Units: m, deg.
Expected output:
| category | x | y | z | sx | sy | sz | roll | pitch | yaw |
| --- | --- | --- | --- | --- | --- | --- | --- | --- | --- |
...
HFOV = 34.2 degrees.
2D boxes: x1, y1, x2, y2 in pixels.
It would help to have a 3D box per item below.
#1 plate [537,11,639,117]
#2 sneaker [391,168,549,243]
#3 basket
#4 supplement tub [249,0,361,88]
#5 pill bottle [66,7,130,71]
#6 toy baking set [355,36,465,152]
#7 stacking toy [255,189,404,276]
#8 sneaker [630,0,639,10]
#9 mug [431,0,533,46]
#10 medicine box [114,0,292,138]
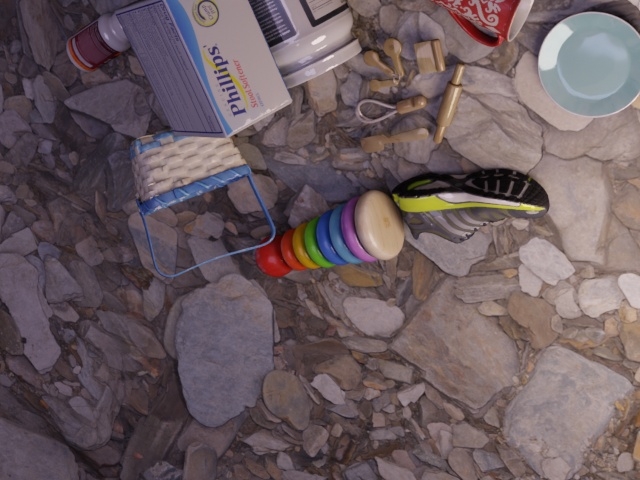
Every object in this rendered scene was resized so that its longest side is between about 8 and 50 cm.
| category | x | y | z | sx | sy | sz | roll | pitch | yaw |
| --- | --- | --- | --- | --- | --- | --- | --- | --- | --- |
| plate | 0.470 | -0.304 | 1.794 | 0.188 | 0.024 | 0.188 | 10 | 119 | 19 |
| sneaker | 0.288 | -0.059 | 1.966 | 0.300 | 0.111 | 0.121 | 2 | 126 | 30 |
| basket | -0.247 | -0.094 | 2.099 | 0.201 | 0.255 | 0.288 | 152 | 99 | -74 |
| supplement tub | -0.058 | -0.430 | 1.876 | 0.191 | 0.191 | 0.272 | -19 | 105 | 31 |
| pill bottle | -0.441 | -0.412 | 2.127 | 0.152 | 0.086 | 0.086 | -24 | 103 | 33 |
| toy baking set | 0.164 | -0.268 | 1.955 | 0.197 | 0.030 | 0.256 | 20 | 121 | 18 |
| stacking toy | 0.000 | 0.000 | 2.112 | 0.330 | 0.141 | 0.141 | -15 | 108 | 36 |
| sneaker | 0.489 | -0.462 | 1.676 | 0.305 | 0.114 | 0.152 | 56 | 149 | -14 |
| mug | 0.266 | -0.410 | 1.787 | 0.169 | 0.113 | 0.150 | 27 | 121 | 14 |
| medicine box | -0.216 | -0.334 | 1.880 | 0.289 | 0.149 | 0.263 | 12 | 130 | 62 |
